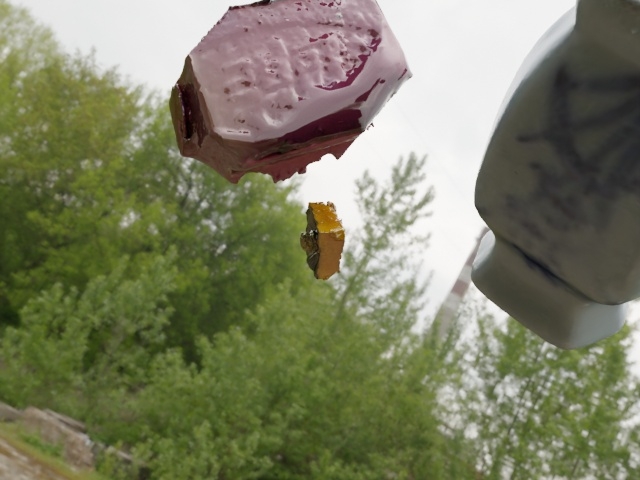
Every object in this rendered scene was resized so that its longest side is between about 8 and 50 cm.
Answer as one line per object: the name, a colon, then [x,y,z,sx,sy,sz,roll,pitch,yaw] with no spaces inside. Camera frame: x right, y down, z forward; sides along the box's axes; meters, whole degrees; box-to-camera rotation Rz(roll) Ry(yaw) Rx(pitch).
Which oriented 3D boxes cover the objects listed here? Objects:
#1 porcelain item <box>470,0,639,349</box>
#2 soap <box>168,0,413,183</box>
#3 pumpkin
porcelain item: [0.283,-0.076,0.718,0.242,0.178,0.405,38,-33,25]
soap: [-0.043,-0.202,0.947,0.220,0.325,0.127,64,-24,15]
pumpkin: [0.000,0.000,0.906,0.054,0.074,0.083,-2,32,-13]
